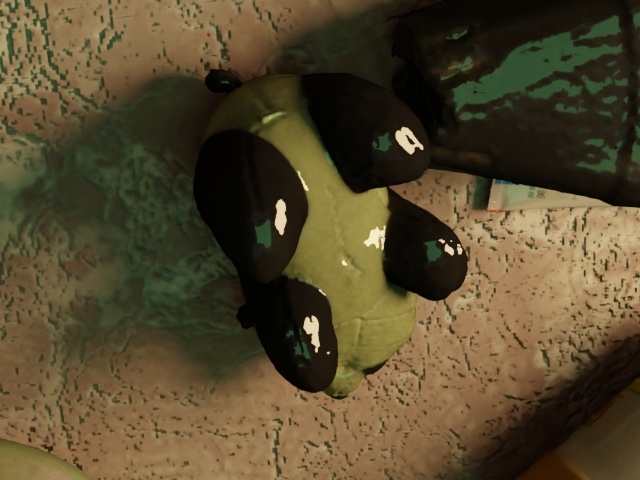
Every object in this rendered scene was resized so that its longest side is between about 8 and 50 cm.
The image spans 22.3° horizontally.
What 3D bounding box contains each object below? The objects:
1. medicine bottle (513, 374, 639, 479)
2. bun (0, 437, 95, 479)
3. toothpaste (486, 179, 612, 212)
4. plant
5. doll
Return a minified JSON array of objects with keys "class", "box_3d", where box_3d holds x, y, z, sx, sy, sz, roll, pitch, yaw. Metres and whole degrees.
[{"class":"medicine bottle","box_3d":[0.283,0.205,1.163,0.232,0.238,0.238,-41,119,-4]},{"class":"bun","box_3d":[-0.236,0.271,1.023,0.293,0.187,0.293,-9,113,-20]},{"class":"toothpaste","box_3d":[0.209,-0.041,1.153,0.190,0.031,0.048,1,114,-18]},{"class":"plant","box_3d":[0.175,-0.110,1.051,0.256,0.142,0.164,-4,113,-7]},{"class":"doll","box_3d":[0.001,-0.002,1.032,0.143,0.135,0.234,-31,123,-13]}]
